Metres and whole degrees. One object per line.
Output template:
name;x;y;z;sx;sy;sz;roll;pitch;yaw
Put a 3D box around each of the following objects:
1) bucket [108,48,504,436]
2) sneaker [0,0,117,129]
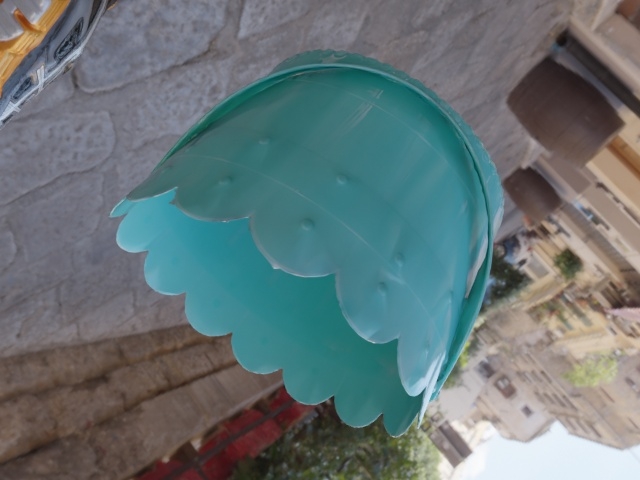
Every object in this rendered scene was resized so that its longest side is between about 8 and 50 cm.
bucket;0.000;0.000;0.482;0.183;0.281;0.281;-55;175;-26
sneaker;-0.215;-0.117;0.401;0.214;0.084;0.083;-35;-179;19
